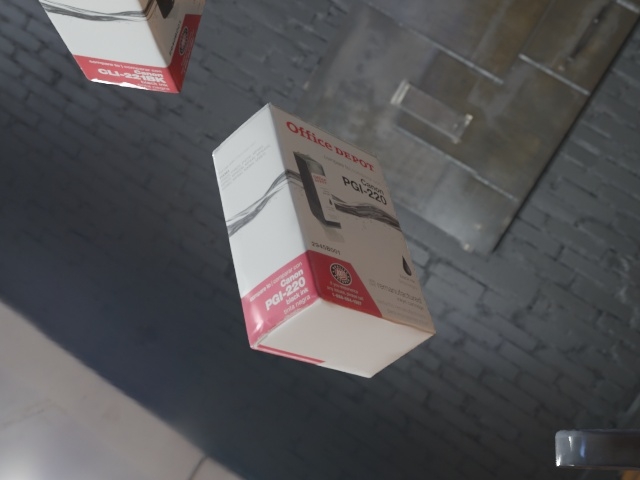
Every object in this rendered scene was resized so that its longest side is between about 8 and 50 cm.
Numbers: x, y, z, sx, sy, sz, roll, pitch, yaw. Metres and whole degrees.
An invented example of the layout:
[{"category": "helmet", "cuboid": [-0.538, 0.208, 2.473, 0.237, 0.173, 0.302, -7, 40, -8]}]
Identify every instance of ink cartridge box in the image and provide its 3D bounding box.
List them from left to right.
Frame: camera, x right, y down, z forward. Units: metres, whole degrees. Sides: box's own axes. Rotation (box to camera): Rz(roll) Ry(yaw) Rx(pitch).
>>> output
[{"category": "ink cartridge box", "cuboid": [-0.193, -0.298, 0.875, 0.114, 0.197, 0.273, 10, 164, 7]}, {"category": "ink cartridge box", "cuboid": [0.000, 0.000, 0.824, 0.159, 0.092, 0.217, 21, -139, -42]}]

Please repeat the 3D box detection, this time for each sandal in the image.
[{"category": "sandal", "cuboid": [0.286, 0.153, 0.585, 0.255, 0.054, 0.097, -7, 161, 28]}]
